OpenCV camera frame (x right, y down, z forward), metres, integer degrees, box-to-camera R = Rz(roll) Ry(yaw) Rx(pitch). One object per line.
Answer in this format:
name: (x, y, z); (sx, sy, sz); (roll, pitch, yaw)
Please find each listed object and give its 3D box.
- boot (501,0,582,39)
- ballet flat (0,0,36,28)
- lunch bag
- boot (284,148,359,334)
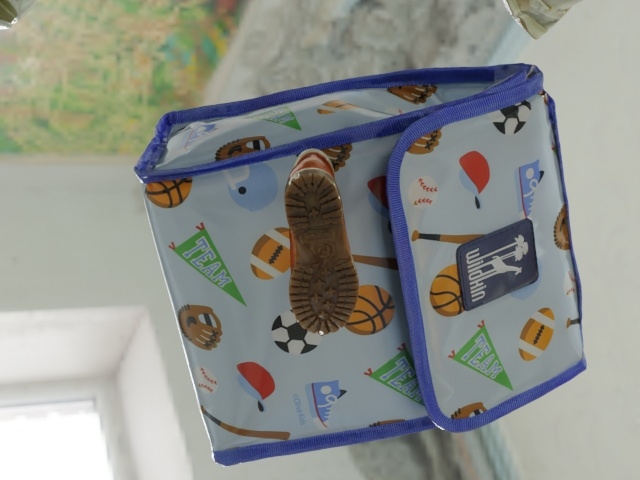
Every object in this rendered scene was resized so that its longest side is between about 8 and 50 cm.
boot: (0.295, -0.341, 1.741); (0.165, 0.213, 0.077); (-33, -113, 15)
ballet flat: (-0.350, -0.325, 1.486); (0.483, 0.182, 0.164); (-36, -149, 47)
lunch bag: (0.051, 0.015, 1.357); (0.239, 0.386, 0.327); (-87, 166, -68)
boot: (0.000, 0.000, 1.196); (0.084, 0.059, 0.157); (-95, -179, -64)
